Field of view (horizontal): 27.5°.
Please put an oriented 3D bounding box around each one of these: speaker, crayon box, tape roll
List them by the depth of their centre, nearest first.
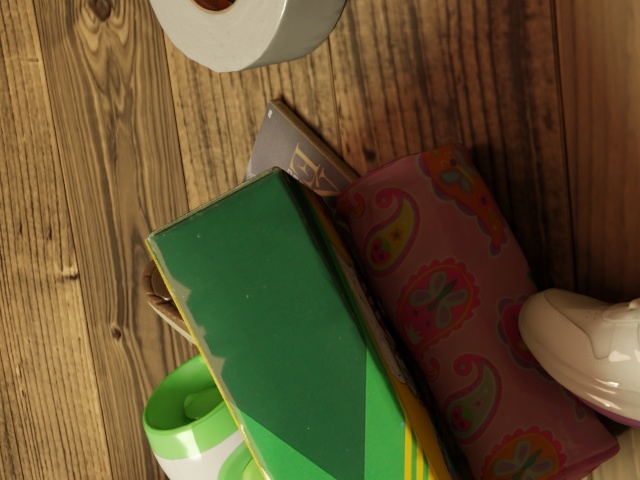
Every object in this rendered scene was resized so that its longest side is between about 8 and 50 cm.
[{"bbox_3d":[0.017,0.116,0.971,0.313,0.106,0.363,62,-177,3],"label":"crayon box"},{"bbox_3d":[-0.071,-0.260,1.143,0.219,0.072,0.219,20,118,44],"label":"tape roll"},{"bbox_3d":[-0.034,0.236,1.162,0.131,0.131,0.296,2,131,50],"label":"speaker"}]

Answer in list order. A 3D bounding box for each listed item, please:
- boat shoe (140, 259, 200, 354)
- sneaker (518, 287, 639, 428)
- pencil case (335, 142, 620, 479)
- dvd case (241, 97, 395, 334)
[{"bbox_3d":[-0.062,0.105,1.278,0.257,0.095,0.095,42,168,23],"label":"boat shoe"},{"bbox_3d":[0.271,0.064,0.854,0.305,0.114,0.152,19,104,40],"label":"sneaker"},{"bbox_3d":[0.117,0.067,1.006,0.124,0.124,0.284,-36,77,50],"label":"pencil case"},{"bbox_3d":[0.000,0.000,1.199,0.221,0.018,0.164,46,134,28],"label":"dvd case"}]
